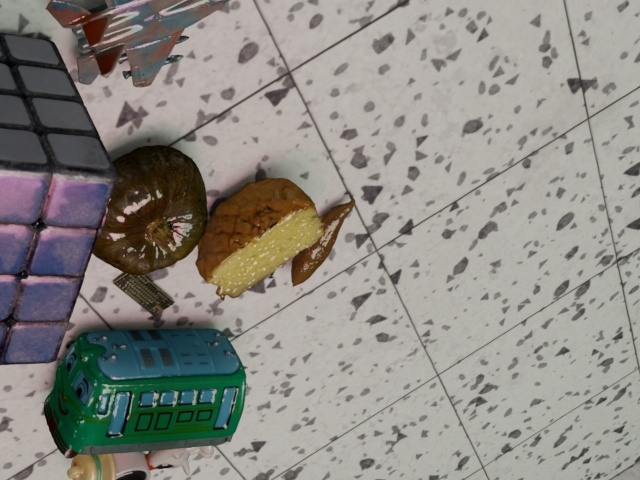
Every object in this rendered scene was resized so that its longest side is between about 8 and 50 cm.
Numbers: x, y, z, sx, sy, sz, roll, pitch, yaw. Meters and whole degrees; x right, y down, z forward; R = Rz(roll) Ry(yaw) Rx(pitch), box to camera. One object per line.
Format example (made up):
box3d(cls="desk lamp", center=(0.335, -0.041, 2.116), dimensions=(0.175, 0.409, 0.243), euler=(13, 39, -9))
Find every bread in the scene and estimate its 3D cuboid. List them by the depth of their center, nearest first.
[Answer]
box3d(cls="bread", center=(-0.113, -0.013, 1.832), dimensions=(0.229, 0.139, 0.143), euler=(-35, 140, 2))

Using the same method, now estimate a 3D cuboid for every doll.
box3d(cls="doll", center=(-0.352, 0.420, 2.101), dimensions=(0.271, 0.144, 0.208), euler=(-24, 158, -6))

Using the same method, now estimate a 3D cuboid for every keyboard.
box3d(cls="keyboard", center=(-0.313, 0.093, 1.895), dimensions=(0.049, 0.015, 0.129), euler=(-37, 138, 3))

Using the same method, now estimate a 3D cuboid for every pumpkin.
box3d(cls="pumpkin", center=(-0.277, -0.036, 1.695), dimensions=(0.219, 0.162, 0.219), euler=(-21, 137, -21))

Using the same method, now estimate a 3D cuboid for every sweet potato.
box3d(cls="sweet potato", center=(0.000, 0.000, 1.980), dimensions=(0.206, 0.060, 0.068), euler=(-54, 172, 19))

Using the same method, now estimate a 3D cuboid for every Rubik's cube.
box3d(cls="Rubik's cube", center=(-0.503, -0.064, 1.392), dimensions=(0.337, 0.344, 0.344), euler=(3, 125, -34))

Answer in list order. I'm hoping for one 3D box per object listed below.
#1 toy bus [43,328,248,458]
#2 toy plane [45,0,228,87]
box3d(cls="toy bus", center=(-0.308, 0.266, 1.934), dimensions=(0.343, 0.183, 0.199), euler=(1, 124, -34))
box3d(cls="toy plane", center=(-0.211, -0.336, 1.504), dimensions=(0.326, 0.104, 0.223), euler=(-29, 139, -12))
